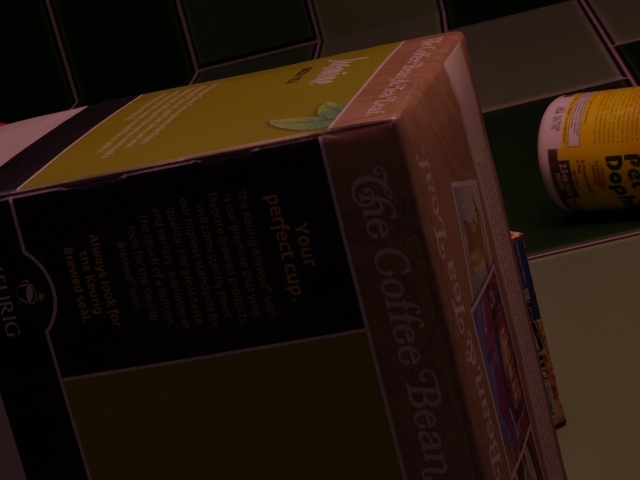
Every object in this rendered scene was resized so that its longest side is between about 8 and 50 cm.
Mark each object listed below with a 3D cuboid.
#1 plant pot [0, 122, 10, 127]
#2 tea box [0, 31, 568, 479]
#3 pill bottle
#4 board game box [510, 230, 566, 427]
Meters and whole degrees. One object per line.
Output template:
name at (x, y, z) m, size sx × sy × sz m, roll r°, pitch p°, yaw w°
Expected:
plant pot at (-0.289, 0.006, 1.761) m, size 0.275 × 0.275 × 0.243 m, roll -10°, pitch 6°, yaw 17°
tea box at (-0.049, 0.088, 1.048) m, size 0.323 × 0.329 × 0.220 m, roll -9°, pitch 15°, yaw 17°
pill bottle at (0.322, -0.090, 1.746) m, size 0.215 × 0.117 × 0.117 m, roll -5°, pitch 18°, yaw 35°
board game box at (0.067, 0.093, 1.272) m, size 0.193 × 0.147 × 0.045 m, roll -21°, pitch 16°, yaw -25°
